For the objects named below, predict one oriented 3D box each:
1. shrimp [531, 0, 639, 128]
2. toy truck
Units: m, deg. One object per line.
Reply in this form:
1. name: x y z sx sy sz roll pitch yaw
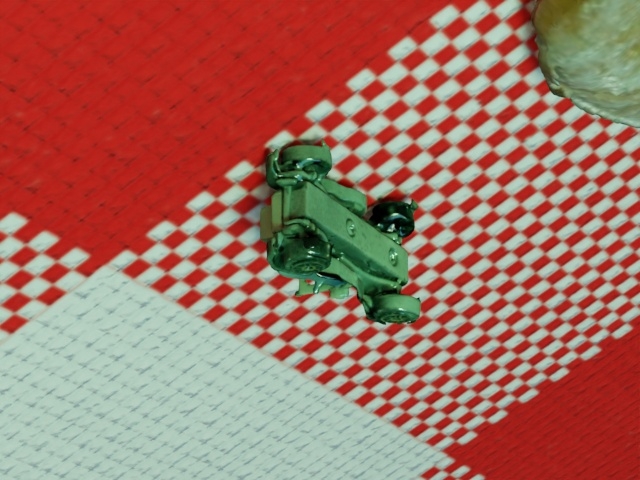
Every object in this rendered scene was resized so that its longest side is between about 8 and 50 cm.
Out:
1. shrimp: 0.300 -0.123 1.200 0.221 0.110 0.446 -39 143 28
2. toy truck: 0.001 0.000 1.182 0.078 0.080 0.154 -13 156 29
